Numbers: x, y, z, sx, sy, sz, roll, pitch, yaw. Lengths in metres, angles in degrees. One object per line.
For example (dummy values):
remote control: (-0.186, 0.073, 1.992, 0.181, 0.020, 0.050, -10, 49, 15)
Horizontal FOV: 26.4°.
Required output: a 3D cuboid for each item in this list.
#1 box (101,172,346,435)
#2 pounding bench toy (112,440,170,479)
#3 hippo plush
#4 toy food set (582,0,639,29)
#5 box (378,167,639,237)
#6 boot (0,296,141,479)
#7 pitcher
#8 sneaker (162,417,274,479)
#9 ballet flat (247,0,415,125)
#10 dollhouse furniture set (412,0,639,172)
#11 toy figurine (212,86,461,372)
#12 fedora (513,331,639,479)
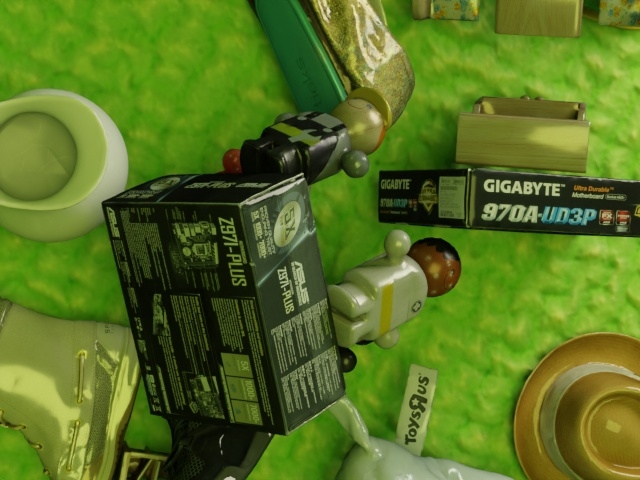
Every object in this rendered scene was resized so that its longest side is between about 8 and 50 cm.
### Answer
box: (-0.073, 0.044, 1.037, 0.077, 0.147, 0.180, -27, 112, -47)
pounding bench toy: (-0.150, 0.225, 1.199, 0.065, 0.052, 0.083, 11, 90, -14)
hippo plush: (0.115, 0.279, 1.147, 0.234, 0.236, 0.294, 1, 103, -20)
toy food set: (0.298, -0.264, 1.268, 0.217, 0.071, 0.128, 13, 90, -13)
box: (0.184, -0.032, 1.186, 0.220, 0.175, 0.051, 2, 92, -21)
boot: (-0.251, 0.159, 1.161, 0.165, 0.077, 0.213, 17, 84, -14)
pitcher: (-0.245, -0.062, 1.083, 0.177, 0.207, 0.126, 1, 89, -3)
sneaker: (-0.109, 0.156, 1.149, 0.130, 0.087, 0.227, 35, 44, -4)
ballet flat: (-0.022, -0.248, 1.185, 0.123, 0.123, 0.349, -29, 98, -10)
dollhouse furniture set: (0.184, -0.191, 1.163, 0.212, 0.161, 0.242, 5, 102, 11)
toy figurine: (0.000, 0.000, 1.127, 0.148, 0.209, 0.213, -24, 83, -39)
fedora: (0.280, 0.180, 1.282, 0.194, 0.079, 0.194, -1, 93, -13)
